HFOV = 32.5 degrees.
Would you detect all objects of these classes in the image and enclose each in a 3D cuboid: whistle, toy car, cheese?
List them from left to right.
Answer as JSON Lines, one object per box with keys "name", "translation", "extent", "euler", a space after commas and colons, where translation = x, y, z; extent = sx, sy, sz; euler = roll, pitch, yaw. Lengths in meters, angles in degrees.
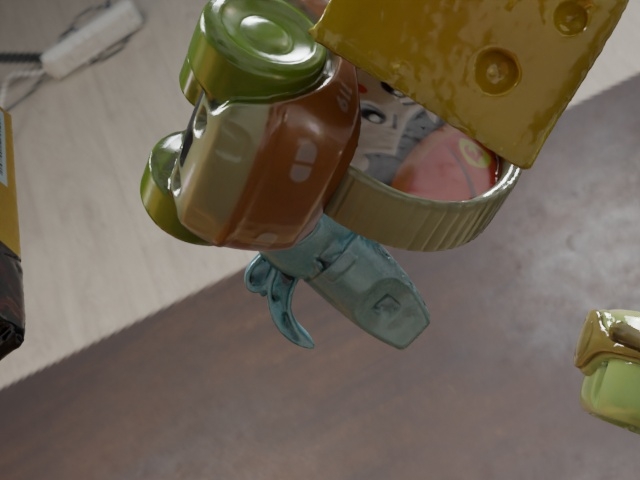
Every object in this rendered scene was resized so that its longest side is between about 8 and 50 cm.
{"name": "whistle", "translation": [0.000, 0.000, 1.069], "extent": [0.186, 0.274, 0.093], "euler": [-45, 11, 3]}
{"name": "toy car", "translation": [0.020, -0.082, 0.682], "extent": [0.235, 0.145, 0.235], "euler": [14, 46, -15]}
{"name": "cheese", "translation": [0.092, -0.119, 0.576], "extent": [0.126, 0.171, 0.093], "euler": [33, 111, 10]}

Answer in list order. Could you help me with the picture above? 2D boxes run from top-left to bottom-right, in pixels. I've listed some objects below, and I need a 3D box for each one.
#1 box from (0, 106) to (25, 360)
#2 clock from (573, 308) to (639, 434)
{"name": "box", "translation": [-0.424, 0.019, 1.062], "extent": [0.264, 0.116, 0.415], "euler": [-36, 37, 8]}
{"name": "clock", "translation": [0.326, 0.132, 0.931], "extent": [0.235, 0.308, 0.096], "euler": [18, 83, 29]}
